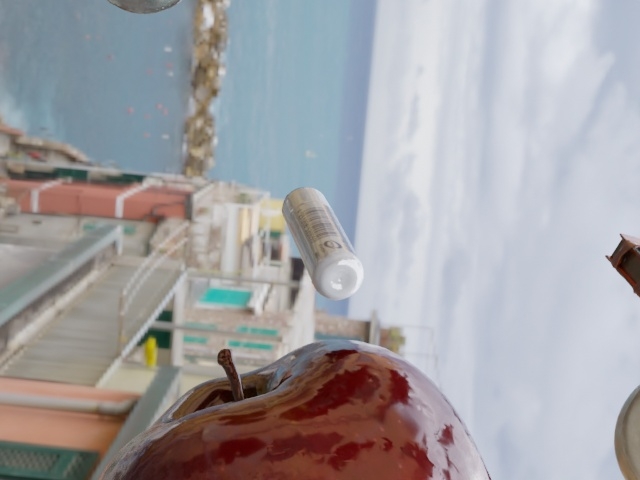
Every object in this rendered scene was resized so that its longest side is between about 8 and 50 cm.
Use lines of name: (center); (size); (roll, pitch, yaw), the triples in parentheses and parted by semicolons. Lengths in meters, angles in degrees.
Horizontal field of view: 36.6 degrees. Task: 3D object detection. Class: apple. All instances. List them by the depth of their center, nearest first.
apple: (-0.011, 0.222, 0.640); (0.288, 0.288, 0.316); (57, 17, -86)

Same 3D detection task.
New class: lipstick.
lipstick: (0.000, 0.000, 0.750); (0.141, 0.040, 0.040); (-118, -151, -64)

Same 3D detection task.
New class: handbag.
handbag: (0.531, 0.058, 1.439); (0.062, 0.190, 0.127); (-64, -153, 25)

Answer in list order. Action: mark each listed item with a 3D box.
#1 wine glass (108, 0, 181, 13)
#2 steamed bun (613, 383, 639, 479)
wine glass: (-0.143, -0.236, 0.796); (0.202, 0.093, 0.092); (-122, -145, -72)
steamed bun: (0.550, 0.298, 1.405); (0.145, 0.232, 0.231); (41, 50, -56)
